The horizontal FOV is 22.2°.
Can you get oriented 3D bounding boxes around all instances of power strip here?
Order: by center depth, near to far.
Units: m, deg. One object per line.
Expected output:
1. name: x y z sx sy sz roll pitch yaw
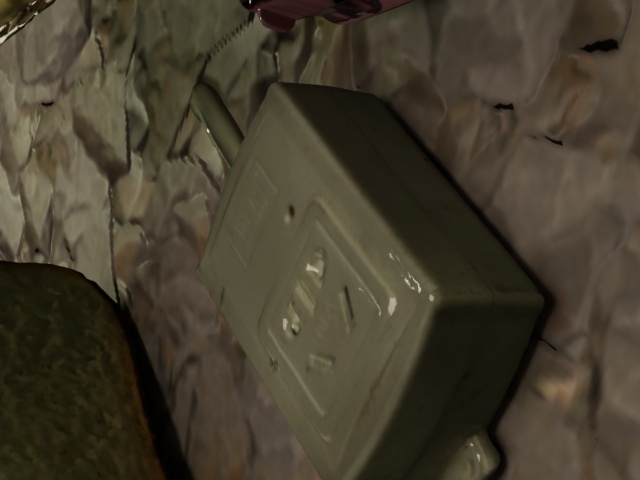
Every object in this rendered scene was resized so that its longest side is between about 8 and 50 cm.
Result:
1. power strip: 0.000 0.000 0.484 0.175 0.042 0.075 53 130 44

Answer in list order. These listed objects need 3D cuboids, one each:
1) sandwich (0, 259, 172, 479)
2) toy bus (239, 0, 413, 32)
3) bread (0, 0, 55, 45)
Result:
1. sandwich: -0.132 0.096 0.545 0.065 0.186 0.214 -55 47 34
2. toy bus: 0.026 -0.106 0.415 0.203 0.090 0.063 -10 70 54
3. bread: -0.051 -0.196 0.501 0.405 0.242 0.345 0 57 26
